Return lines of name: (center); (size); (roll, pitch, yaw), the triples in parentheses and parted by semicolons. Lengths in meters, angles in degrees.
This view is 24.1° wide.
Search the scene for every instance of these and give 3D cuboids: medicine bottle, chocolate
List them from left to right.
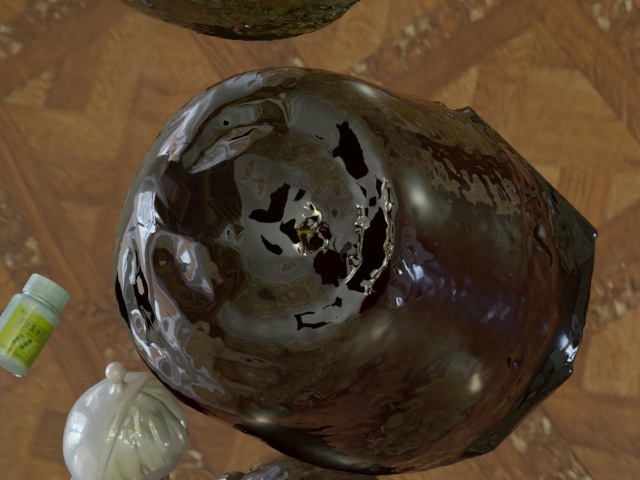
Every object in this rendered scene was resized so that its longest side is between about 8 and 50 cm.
medicine bottle: (-0.259, 0.074, 1.323); (0.047, 0.047, 0.083); (23, 72, 24)
chocolate: (0.000, 0.000, 1.300); (0.384, 0.331, 0.383); (-14, 61, 26)

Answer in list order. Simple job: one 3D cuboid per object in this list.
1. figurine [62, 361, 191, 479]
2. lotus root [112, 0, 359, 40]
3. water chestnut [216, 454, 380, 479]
figurine: (-0.202, 0.221, 1.503); (0.144, 0.182, 0.256); (41, 126, 23)
lotus root: (-0.053, -0.172, 0.593); (0.152, 0.160, 0.275); (-25, 36, -30)
water chestnut: (-0.011, 0.322, 1.497); (0.224, 0.224, 0.238); (-29, 82, 6)
